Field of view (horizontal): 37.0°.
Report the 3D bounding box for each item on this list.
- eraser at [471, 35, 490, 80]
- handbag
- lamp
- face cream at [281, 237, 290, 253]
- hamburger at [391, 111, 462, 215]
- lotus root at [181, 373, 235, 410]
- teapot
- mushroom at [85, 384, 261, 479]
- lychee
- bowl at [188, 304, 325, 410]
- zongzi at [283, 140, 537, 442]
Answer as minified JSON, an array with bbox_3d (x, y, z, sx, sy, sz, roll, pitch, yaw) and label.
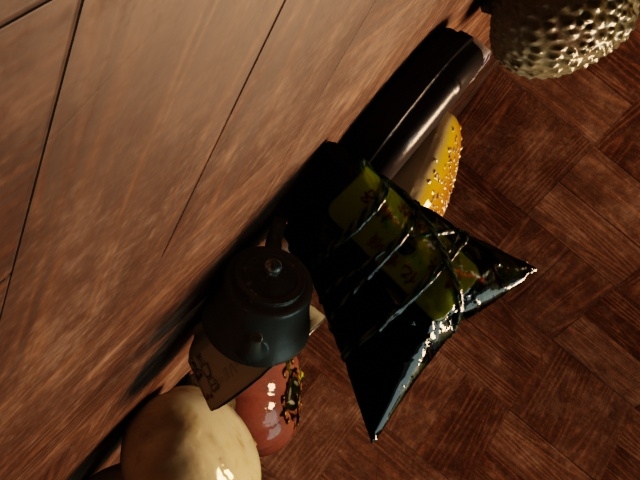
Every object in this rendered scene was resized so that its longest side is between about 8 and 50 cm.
[{"bbox_3d":[0.251,-0.316,1.897,0.210,0.068,0.124,-44,176,-48],"label":"eraser"},{"bbox_3d":[0.148,-0.209,1.562,0.308,0.093,0.254,-50,175,-6],"label":"handbag"},{"bbox_3d":[-0.171,0.369,2.317,0.305,0.240,0.305,-4,90,-74],"label":"lamp"},{"bbox_3d":[-0.055,0.003,1.694,0.130,0.034,0.034,-52,176,16],"label":"face cream"},{"bbox_3d":[0.175,-0.108,1.762,0.295,0.151,0.227,-62,175,-23],"label":"hamburger"},{"bbox_3d":[-0.271,0.384,2.085,0.158,0.140,0.322,-49,178,-26],"label":"lotus root"},{"bbox_3d":[-0.080,0.067,1.369,0.149,0.163,0.239,107,-5,-49],"label":"teapot"},{"bbox_3d":[-0.282,0.434,1.736,0.336,0.314,0.314,-30,-177,19],"label":"mushroom"},{"bbox_3d":[0.418,-0.405,1.691,0.255,0.275,0.255,11,90,-76],"label":"lychee"},{"bbox_3d":[-0.118,0.151,1.533,0.238,0.126,0.238,-38,179,-1],"label":"bowl"},{"bbox_3d":[0.073,0.087,1.419,0.362,0.384,0.319,-56,174,-21],"label":"zongzi"}]
